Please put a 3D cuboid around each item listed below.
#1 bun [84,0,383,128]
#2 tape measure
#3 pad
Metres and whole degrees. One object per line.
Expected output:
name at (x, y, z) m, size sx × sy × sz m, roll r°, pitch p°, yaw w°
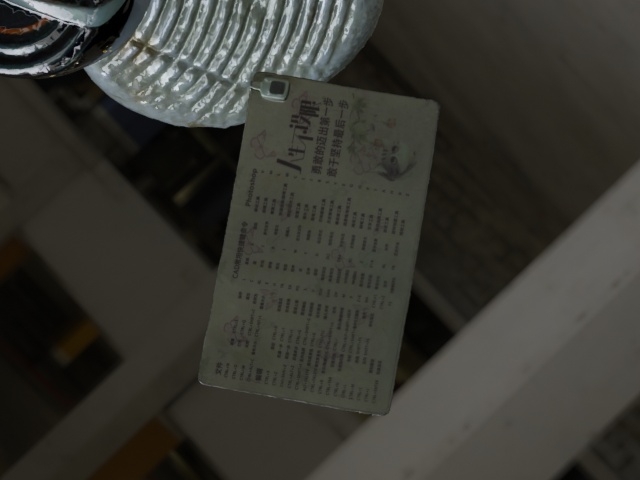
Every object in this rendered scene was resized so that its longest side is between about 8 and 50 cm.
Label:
bun at (-0.108, -0.281, 1.722) m, size 0.354 × 0.354 × 0.194 m, roll 49°, pitch -163°, yaw -34°
tape measure at (-0.209, -0.211, 1.277) m, size 0.182 × 0.181 × 0.107 m, roll 43°, pitch -153°, yaw 7°
pad at (0.000, 0.000, 1.414) m, size 0.160 × 0.265 × 0.009 m, roll 9°, pitch 172°, yaw 3°
